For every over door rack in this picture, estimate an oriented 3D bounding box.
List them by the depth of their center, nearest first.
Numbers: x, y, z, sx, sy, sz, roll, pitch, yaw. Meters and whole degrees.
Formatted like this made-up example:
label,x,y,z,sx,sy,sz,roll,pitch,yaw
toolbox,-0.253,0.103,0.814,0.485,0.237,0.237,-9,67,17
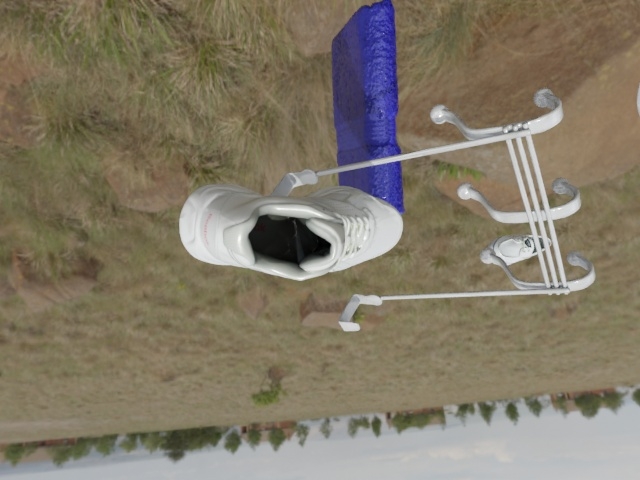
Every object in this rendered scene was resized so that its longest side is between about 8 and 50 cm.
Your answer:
label,x,y,z,sx,sy,sz,roll,pitch,yaw
over door rack,0.133,-0.025,0.598,0.323,0.108,0.240,-14,123,25

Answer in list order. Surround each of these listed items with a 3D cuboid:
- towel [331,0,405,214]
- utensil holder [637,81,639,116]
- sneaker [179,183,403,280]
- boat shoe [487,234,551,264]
label,x,y,z,sx,sy,sz,roll,pitch,yaw
towel,0.081,-0.190,0.790,0.076,0.309,0.227,-6,-172,-12
utensil holder,1.012,-0.341,1.141,0.327,0.386,0.328,-8,122,-12
sneaker,0.000,0.000,0.448,0.232,0.091,0.115,-4,-164,-35
boat shoe,0.562,0.013,1.390,0.226,0.083,0.075,-12,168,-36
